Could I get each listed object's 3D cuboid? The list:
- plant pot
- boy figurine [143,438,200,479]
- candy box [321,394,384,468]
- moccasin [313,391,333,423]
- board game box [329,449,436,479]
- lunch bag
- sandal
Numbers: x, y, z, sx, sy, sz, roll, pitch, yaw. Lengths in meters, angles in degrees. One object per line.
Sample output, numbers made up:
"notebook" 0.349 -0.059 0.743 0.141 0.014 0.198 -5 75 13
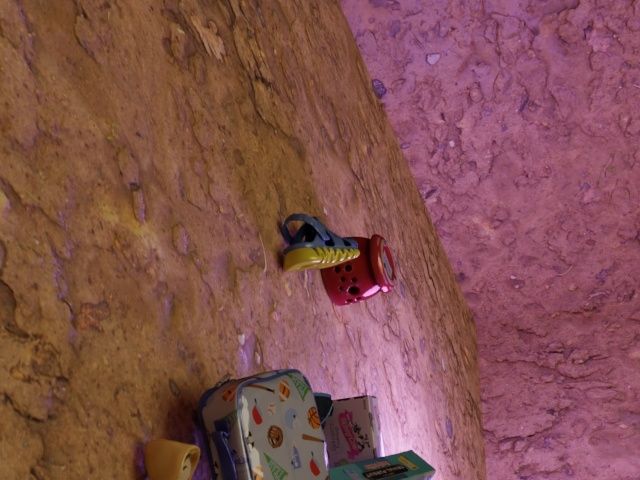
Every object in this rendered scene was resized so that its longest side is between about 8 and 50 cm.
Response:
"plant pot" 0.111 0.076 2.224 0.191 0.174 0.191 -13 90 -73
"boy figurine" -0.207 0.442 1.224 0.177 0.092 0.285 -8 89 -68
"candy box" 0.036 0.436 1.744 0.070 0.196 0.165 34 46 -63
"moccasin" -0.083 0.376 1.581 0.342 0.138 0.117 5 67 -56
"board game box" 0.071 0.567 1.597 0.336 0.079 0.253 8 110 -53
"lunch bag" -0.094 0.366 1.336 0.243 0.115 0.303 -3 77 -58
"sandal" 0.000 0.000 2.012 0.317 0.126 0.138 4 68 -65
